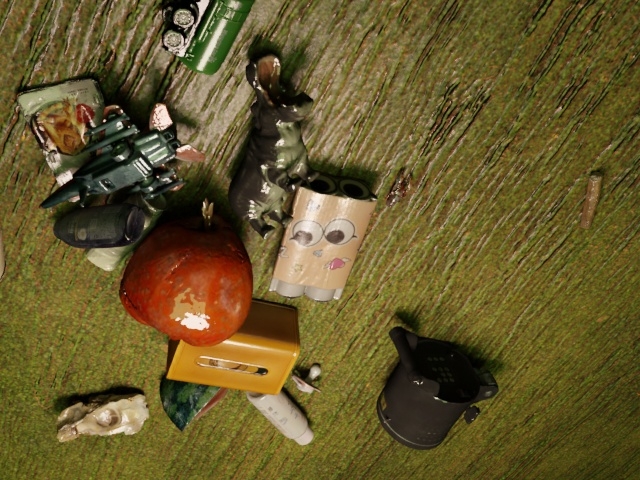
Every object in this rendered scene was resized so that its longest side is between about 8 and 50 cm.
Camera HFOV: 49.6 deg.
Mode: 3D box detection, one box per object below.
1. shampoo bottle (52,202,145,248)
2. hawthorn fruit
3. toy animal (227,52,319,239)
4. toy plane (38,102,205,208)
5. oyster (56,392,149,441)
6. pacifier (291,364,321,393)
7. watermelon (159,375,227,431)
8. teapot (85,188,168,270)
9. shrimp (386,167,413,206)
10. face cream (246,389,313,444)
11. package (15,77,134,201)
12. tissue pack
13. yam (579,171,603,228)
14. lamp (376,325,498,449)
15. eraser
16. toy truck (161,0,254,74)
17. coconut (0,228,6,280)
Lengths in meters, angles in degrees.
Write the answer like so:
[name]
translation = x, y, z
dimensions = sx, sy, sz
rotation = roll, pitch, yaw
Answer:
[shampoo bottle]
translation = -0.442, -0.027, 1.369
dimensions = 0.234, 0.087, 0.049
rotation = -3, 160, 35
[hawthorn fruit]
translation = -0.256, 0.058, 1.409
dimensions = 0.276, 0.276, 0.307
rotation = 16, 112, -19
[toy animal]
translation = -0.083, -0.169, 1.303
dimensions = 0.168, 0.106, 0.343
rotation = 32, 129, 23
[toy plane]
translation = -0.388, -0.127, 1.287
dimensions = 0.326, 0.104, 0.223
rotation = -31, 134, 4
[oyster]
translation = -0.569, 0.449, 1.803
dimensions = 0.233, 0.107, 0.161
rotation = -14, 128, -20
[pacifier]
translation = -0.030, 0.357, 1.809
dimensions = 0.078, 0.081, 0.099
rotation = -55, 149, -3
[watermelon]
translation = -0.300, 0.363, 1.758
dimensions = 0.207, 0.202, 0.136
rotation = -34, 88, 6
[teapot]
translation = -0.397, -0.019, 1.411
dimensions = 0.077, 0.107, 0.200
rotation = 36, 117, -25
[shrimp]
translation = 0.169, -0.108, 1.457
dimensions = 0.038, 0.029, 0.092
rotation = 12, 124, -16
[face cream]
translation = -0.101, 0.468, 1.876
dimensions = 0.082, 0.082, 0.269
rotation = -25, 129, 13
[package]
translation = -0.453, -0.188, 1.312
dimensions = 0.154, 0.030, 0.239
rotation = -13, 129, 2
[tissue pack]
translation = -0.206, 0.244, 1.635
dimensions = 0.274, 0.145, 0.194
rotation = 12, 126, -17
[yam]
translation = 0.597, -0.086, 1.528
dimensions = 0.032, 0.032, 0.145
rotation = -7, 131, -1
[lamp]
translation = 0.260, 0.400, 1.776
dimensions = 0.374, 0.205, 0.272
rotation = 22, 121, -36
[eraser]
translation = 0.000, 0.000, 1.489
dimensions = 0.171, 0.087, 0.290
rotation = 9, 128, -13
[toy truck]
translation = -0.177, -0.389, 1.134
dimensions = 0.125, 0.101, 0.242
rotation = 17, 129, -25
[coconut]
translation = -0.724, 0.010, 1.336
dimensions = 0.224, 0.224, 0.234
rotation = -2, 131, -5
